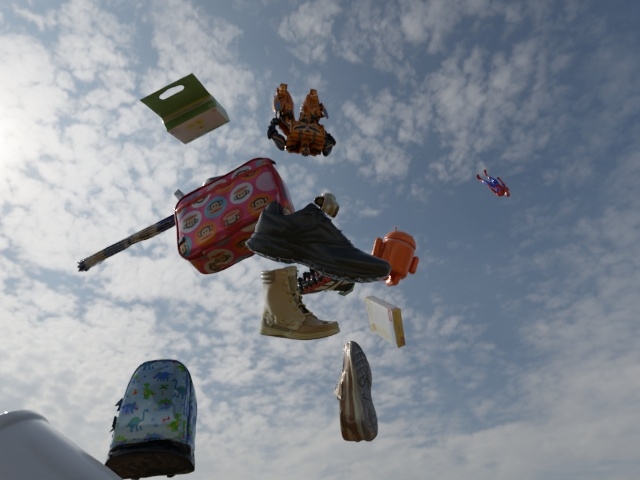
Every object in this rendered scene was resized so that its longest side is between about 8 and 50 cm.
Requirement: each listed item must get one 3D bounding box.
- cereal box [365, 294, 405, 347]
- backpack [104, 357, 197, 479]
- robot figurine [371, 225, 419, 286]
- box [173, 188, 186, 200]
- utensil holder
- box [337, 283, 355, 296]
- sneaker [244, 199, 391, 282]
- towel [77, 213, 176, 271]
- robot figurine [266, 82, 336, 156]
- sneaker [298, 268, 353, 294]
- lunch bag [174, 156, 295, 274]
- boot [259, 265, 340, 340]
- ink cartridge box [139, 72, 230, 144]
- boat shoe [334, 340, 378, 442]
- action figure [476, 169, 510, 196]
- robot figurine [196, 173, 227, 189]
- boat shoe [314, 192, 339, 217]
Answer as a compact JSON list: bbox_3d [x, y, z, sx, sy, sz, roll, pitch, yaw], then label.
[{"bbox_3d":[0.285,0.354,1.840,0.047,0.240,0.172,-15,-77,-20],"label":"cereal box"},{"bbox_3d":[-0.558,0.589,1.433,0.290,0.355,0.273,-1,-59,-2],"label":"backpack"},{"bbox_3d":[0.279,0.059,1.531,0.158,0.219,0.128,14,-19,25],"label":"robot figurine"},{"bbox_3d":[-0.391,-0.098,1.304,0.029,0.162,0.116,-51,-49,-3],"label":"box"},{"bbox_3d":[-0.626,0.620,0.913,0.386,0.327,0.327,24,-37,13],"label":"utensil holder"},{"bbox_3d":[0.132,0.150,1.829,0.043,0.179,0.105,24,-26,-9],"label":"box"},{"bbox_3d":[0.000,0.000,0.792,0.287,0.130,0.109,17,-8,10],"label":"sneaker"},{"bbox_3d":[-0.523,-0.001,1.169,0.285,0.209,0.034,-29,-78,-11],"label":"towel"},{"bbox_3d":[-0.061,-0.364,1.266,0.211,0.291,0.085,3,-42,-17],"label":"robot figurine"},{"bbox_3d":[0.040,0.143,1.487,0.276,0.097,0.135,-26,-57,12],"label":"sneaker"},{"bbox_3d":[-0.216,-0.076,1.036,0.293,0.258,0.120,-26,-40,7],"label":"lunch bag"},{"bbox_3d":[-0.066,0.172,1.175,0.262,0.203,0.095,-4,-5,35],"label":"boot"},{"bbox_3d":[-0.388,-0.378,1.220,0.171,0.056,0.235,-25,-8,4],"label":"ink cartridge box"},{"bbox_3d":[0.097,0.477,1.331,0.116,0.324,0.123,-26,-48,23],"label":"boat shoe"},{"bbox_3d":[0.462,-0.149,1.100,0.038,0.115,0.030,-30,-44,-1],"label":"action figure"},{"bbox_3d":[-0.324,-0.163,1.523,0.278,0.209,0.173,-20,-65,-38],"label":"robot figurine"},{"bbox_3d":[0.012,-0.135,1.447,0.072,0.190,0.068,19,-78,-16],"label":"boat shoe"}]
